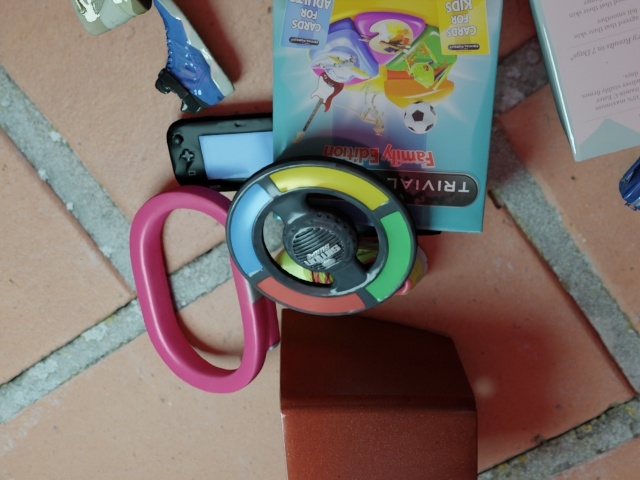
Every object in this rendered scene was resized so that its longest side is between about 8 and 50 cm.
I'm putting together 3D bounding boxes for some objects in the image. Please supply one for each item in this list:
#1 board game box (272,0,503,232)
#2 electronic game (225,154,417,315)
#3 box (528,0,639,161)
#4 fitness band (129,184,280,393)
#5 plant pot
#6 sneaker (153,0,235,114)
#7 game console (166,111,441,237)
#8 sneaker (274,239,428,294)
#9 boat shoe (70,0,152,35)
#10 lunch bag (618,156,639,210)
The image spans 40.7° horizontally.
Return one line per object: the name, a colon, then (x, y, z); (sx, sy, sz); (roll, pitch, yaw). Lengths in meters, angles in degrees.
board game box: (0.075, -0.184, 1.003); (0.254, 0.079, 0.335); (4, 110, 8)
electronic game: (0.000, 0.000, 1.020); (0.230, 0.048, 0.229); (5, 127, 6)
box: (0.328, -0.289, 0.914); (0.215, 0.168, 0.345); (-15, 107, 14)
fitness band: (-0.159, 0.068, 1.166); (0.209, 0.054, 0.290); (4, 111, 33)
plant pot: (0.074, 0.250, 1.132); (0.236, 0.267, 0.267); (-5, 111, -1)
sneaker: (-0.183, -0.229, 1.078); (0.085, 0.058, 0.152); (-34, 109, 2)
game console: (-0.018, -0.103, 1.113); (0.362, 0.044, 0.213); (-2, 110, 11)
sneaker: (0.033, 0.038, 1.131); (0.209, 0.094, 0.081); (-2, 112, 12)
boat shoe: (-0.316, -0.391, 1.021); (0.098, 0.109, 0.302); (-23, 111, 16)
lunch bag: (0.404, -0.075, 1.038); (0.065, 0.067, 0.098); (34, 114, -4)
